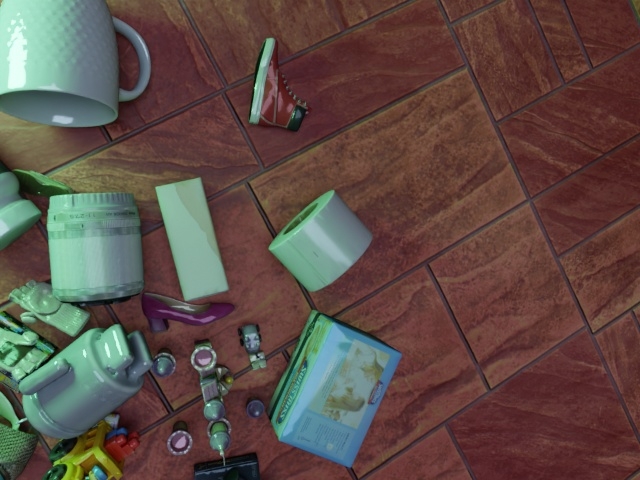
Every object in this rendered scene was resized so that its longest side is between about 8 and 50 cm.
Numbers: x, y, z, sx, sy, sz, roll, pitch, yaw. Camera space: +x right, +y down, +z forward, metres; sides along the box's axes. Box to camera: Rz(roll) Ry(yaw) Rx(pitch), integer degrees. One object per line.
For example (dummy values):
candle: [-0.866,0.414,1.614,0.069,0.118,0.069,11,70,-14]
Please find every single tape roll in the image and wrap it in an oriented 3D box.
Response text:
tape roll: [0.000,0.000,1.518,0.246,0.246,0.169,-44,101,-9]

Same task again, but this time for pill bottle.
pill bottle: [-0.873,-0.146,1.308,0.210,0.210,0.363,-43,102,-9]
pill bottle: [-0.594,0.491,1.483,0.083,0.043,0.043,11,89,-14]

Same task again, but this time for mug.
mug: [-0.602,-0.473,1.361,0.374,0.276,0.327,4,83,-44]

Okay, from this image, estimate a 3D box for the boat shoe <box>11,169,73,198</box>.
boat shoe: [-0.733,-0.148,1.433,0.153,0.048,0.056,18,111,-8]

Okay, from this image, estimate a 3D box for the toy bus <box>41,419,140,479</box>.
toy bus: [-0.565,0.570,1.385,0.212,0.220,0.149,-29,112,-3]

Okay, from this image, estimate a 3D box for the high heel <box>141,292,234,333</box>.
high heel: [-0.368,0.177,1.514,0.244,0.082,0.117,-10,104,-1]

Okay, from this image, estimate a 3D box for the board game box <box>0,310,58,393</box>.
board game box: [-0.806,0.291,1.421,0.170,0.048,0.141,40,84,-12]

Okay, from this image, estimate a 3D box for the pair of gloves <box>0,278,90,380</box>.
pair of gloves: [-0.736,0.214,1.371,0.204,0.042,0.240,34,54,7]

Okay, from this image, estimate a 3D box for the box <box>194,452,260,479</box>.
box: [-0.261,0.747,1.568,0.184,0.059,0.232,-5,93,-14]

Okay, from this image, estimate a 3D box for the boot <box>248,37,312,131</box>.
boot: [-0.102,-0.442,1.562,0.176,0.088,0.244,7,98,-15]

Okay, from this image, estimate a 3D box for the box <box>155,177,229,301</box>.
box: [-0.348,-0.004,1.481,0.121,0.148,0.310,-15,97,-14]

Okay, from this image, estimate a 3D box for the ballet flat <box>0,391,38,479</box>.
ballet flat: [-0.915,0.407,1.343,0.483,0.164,0.182,45,39,-19]

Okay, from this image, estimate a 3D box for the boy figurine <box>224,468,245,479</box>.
boy figurine: [-0.188,0.779,1.512,0.177,0.092,0.285,-38,99,-15]

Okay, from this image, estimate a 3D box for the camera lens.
camera lens: [-0.568,0.022,1.386,0.220,0.219,0.274,-4,92,-14]

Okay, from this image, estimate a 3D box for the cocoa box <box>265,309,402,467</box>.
cocoa box: [0.031,0.408,1.545,0.232,0.228,0.346,27,85,-14]

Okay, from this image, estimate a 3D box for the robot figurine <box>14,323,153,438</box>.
robot figurine: [-0.594,0.360,1.374,0.354,0.199,0.300,-38,145,8]

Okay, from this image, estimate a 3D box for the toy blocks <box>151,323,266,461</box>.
toy blocks: [-0.274,0.404,1.451,0.309,0.260,0.288,-12,94,-14]
